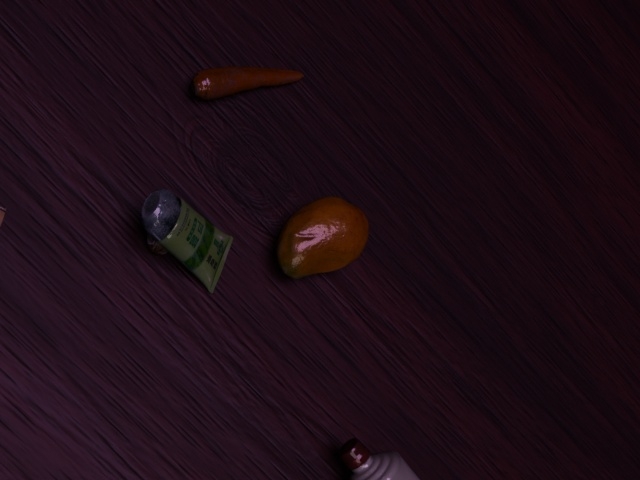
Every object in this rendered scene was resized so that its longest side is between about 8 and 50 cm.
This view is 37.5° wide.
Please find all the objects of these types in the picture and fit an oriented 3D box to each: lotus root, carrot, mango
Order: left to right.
[{"bbox_3d":[-0.222,-0.018,1.354,0.037,0.030,0.083,48,57,-41],"label":"lotus root"},{"bbox_3d":[-0.110,-0.253,1.479,0.216,0.048,0.048,-15,84,-37],"label":"carrot"},{"bbox_3d":[0.000,-0.007,1.450,0.164,0.089,0.115,-11,92,-29],"label":"mango"}]

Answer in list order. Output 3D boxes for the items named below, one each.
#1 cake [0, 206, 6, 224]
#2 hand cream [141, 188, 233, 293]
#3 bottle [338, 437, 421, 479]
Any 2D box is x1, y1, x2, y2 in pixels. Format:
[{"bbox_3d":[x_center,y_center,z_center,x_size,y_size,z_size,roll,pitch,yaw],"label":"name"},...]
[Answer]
[{"bbox_3d":[-0.509,-0.032,1.143,0.225,0.109,0.090,23,67,-24],"label":"cake"},{"bbox_3d":[-0.186,-0.006,1.336,0.175,0.045,0.095,44,54,-44],"label":"hand cream"},{"bbox_3d":[0.114,0.393,1.394,0.245,0.104,0.104,51,58,-9],"label":"bottle"}]
